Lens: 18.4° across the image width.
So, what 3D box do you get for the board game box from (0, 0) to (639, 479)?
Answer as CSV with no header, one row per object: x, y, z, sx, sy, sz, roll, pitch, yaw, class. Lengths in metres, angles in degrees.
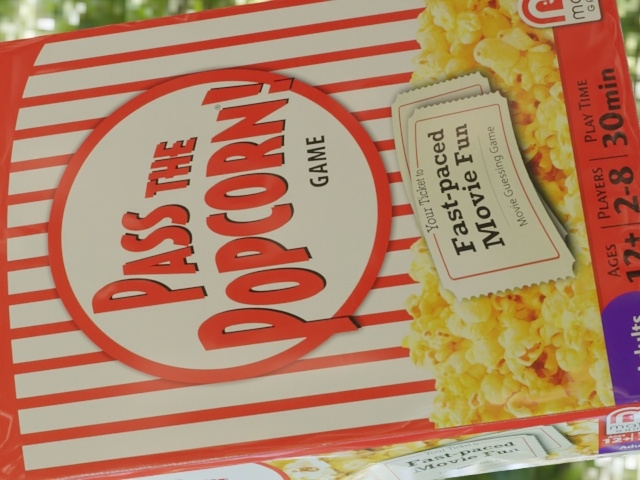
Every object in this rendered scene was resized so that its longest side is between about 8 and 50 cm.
0.000,0.000,0.581,0.193,0.146,0.045,-9,153,4,board game box
